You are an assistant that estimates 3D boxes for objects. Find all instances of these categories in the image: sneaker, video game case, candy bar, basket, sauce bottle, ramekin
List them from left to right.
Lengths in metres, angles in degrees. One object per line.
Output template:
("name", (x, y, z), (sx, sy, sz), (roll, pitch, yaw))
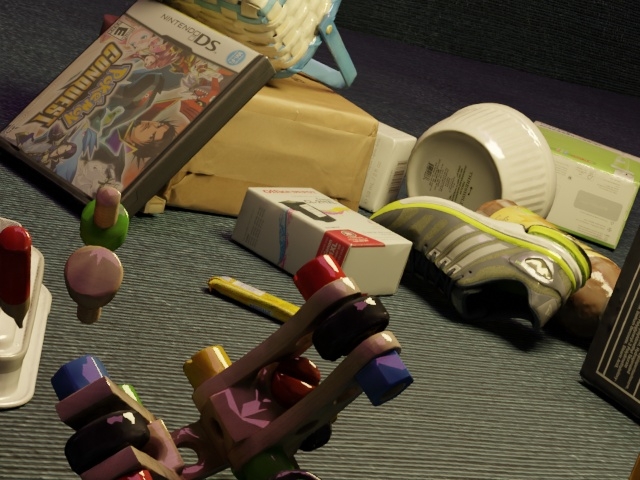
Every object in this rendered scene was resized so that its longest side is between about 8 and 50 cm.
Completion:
("video game case", (-0.227, -0.161, 1.921), (0.248, 0.275, 0.035), (32, -19, 39))
("basket", (-0.082, -0.310, 2.095), (0.254, 0.201, 0.289), (24, -18, 17))
("candy bar", (-0.049, 0.072, 1.720), (0.161, 0.018, 0.040), (22, 12, 15))
("sneaker", (0.171, 0.030, 1.953), (0.300, 0.111, 0.121), (10, 44, 29))
("ramekin", (0.217, -0.084, 2.249), (0.207, 0.207, 0.109), (28, 28, 31))
("sauce bottle", (0.317, 0.057, 2.037), (0.111, 0.111, 0.344), (7, 21, -37))

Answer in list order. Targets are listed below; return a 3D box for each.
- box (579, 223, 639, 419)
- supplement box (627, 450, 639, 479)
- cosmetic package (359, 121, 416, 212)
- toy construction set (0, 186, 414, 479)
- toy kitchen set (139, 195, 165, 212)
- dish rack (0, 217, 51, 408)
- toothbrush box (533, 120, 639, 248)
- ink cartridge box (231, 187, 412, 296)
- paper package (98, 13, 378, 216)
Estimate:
("box", (0.484, 0.094, 1.748), (0.182, 0.296, 0.294), (8, 19, -35))
("supplement box", (0.395, 0.231, 1.523), (0.188, 0.104, 0.081), (23, 15, 13))
("cosmetic package", (0.014, -0.138, 2.350), (0.231, 0.117, 0.085), (24, 15, 23))
("toy construction set", (-0.107, 0.120, 1.188), (0.309, 0.257, 0.237), (37, -27, 7))
("toy kitchen set", (-0.233, -0.078, 1.920), (0.083, 0.075, 0.068), (24, 17, 36))
("dish rack", (-0.373, 0.028, 1.400), (0.285, 0.072, 0.333), (16, 16, -11))
("toothbrush box", (0.424, -0.098, 2.681), (0.206, 0.122, 0.283), (20, 16, 8))
("ink cartridge box", (0.000, 0.000, 1.927), (0.175, 0.072, 0.127), (30, 19, 34))
("paper package", (-0.130, -0.157, 2.149), (0.309, 0.168, 0.325), (8, 17, -35))
